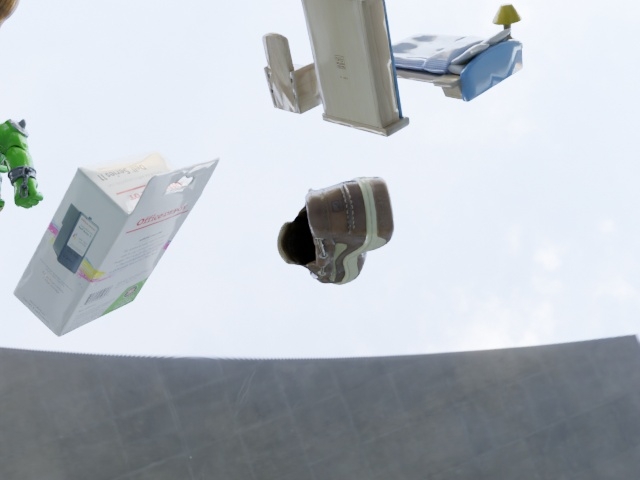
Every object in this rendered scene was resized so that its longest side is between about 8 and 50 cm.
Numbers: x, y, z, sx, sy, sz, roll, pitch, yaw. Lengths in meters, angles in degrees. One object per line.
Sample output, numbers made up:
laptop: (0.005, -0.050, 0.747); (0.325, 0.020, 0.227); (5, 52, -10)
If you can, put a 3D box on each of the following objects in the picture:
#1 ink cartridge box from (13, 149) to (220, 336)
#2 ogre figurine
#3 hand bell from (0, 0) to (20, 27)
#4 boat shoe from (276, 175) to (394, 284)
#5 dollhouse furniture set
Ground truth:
ink cartridge box: (-0.334, -0.025, 1.253); (0.119, 0.207, 0.353); (42, -63, 10)
ogre figurine: (-0.429, -0.086, 0.944); (0.097, 0.197, 0.118); (18, -116, -46)
hand bell: (-0.599, -0.382, 1.384); (0.126, 0.126, 0.242); (17, -120, -5)
boat shoe: (-0.002, -0.008, 0.808); (0.095, 0.257, 0.095); (-8, -105, -12)
dollhouse furniture set: (0.108, -0.323, 1.137); (0.303, 0.286, 0.198); (-32, -54, -30)
